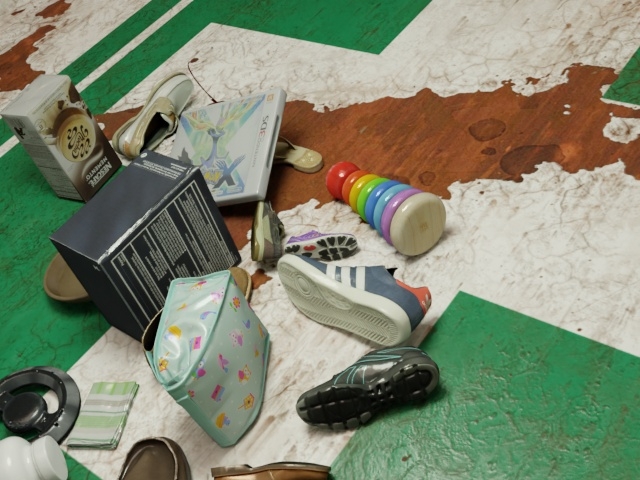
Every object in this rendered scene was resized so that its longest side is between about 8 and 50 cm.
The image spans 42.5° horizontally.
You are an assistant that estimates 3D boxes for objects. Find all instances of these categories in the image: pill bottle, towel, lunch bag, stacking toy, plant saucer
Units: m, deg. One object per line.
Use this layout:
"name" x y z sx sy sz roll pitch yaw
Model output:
"pill bottle" -0.609 0.457 1.517 0.264 0.146 0.146 -24 43 -4
"towel" -0.438 0.348 1.653 0.113 0.023 0.152 -3 46 17
"lunch bag" -0.208 0.227 1.542 0.160 0.223 0.262 -10 45 20
"stacking toy" 0.121 -0.094 1.815 0.141 0.141 0.330 -36 42 -16
"plant saucer" -0.525 0.050 1.950 0.277 0.041 0.278 -17 38 14

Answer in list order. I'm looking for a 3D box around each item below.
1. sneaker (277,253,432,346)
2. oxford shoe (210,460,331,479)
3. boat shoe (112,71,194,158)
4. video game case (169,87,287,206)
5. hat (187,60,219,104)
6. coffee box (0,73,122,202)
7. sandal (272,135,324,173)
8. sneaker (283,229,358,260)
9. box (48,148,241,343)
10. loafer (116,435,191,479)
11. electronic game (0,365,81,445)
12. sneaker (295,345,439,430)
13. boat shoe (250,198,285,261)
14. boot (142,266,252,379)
"sneaker" 0.070 0.096 1.656 0.350 0.131 0.148 24 46 36
"oxford shoe" -0.083 0.422 1.427 0.212 0.076 0.076 -8 74 9
"boat shoe" -0.443 -0.342 2.295 0.103 0.113 0.302 23 68 35
"video game case" -0.247 -0.217 2.028 0.329 0.036 0.300 -7 60 33
"hat" -0.282 -0.338 2.166 0.208 0.184 0.173 12 52 30
"coffee box" -0.673 -0.265 2.158 0.118 0.297 0.168 9 51 32
"sandal" -0.099 -0.237 2.072 0.240 0.079 0.088 17 54 34
"sneaker" 0.000 0.000 1.809 0.169 0.068 0.071 -4 40 18
"box" -0.364 0.018 1.756 0.182 0.296 0.294 20 56 34
"loafer" -0.310 0.481 1.391 0.133 0.130 0.366 -9 44 12
"electronic game" -0.606 0.355 1.690 0.229 0.048 0.229 -5 47 5
"sneaker" 0.083 0.266 1.506 0.267 0.101 0.106 -17 25 0
"boat shoe" -0.119 -0.022 1.874 0.073 0.080 0.223 11 31 -9
"boot" -0.253 0.150 1.718 0.112 0.115 0.305 15 52 35
